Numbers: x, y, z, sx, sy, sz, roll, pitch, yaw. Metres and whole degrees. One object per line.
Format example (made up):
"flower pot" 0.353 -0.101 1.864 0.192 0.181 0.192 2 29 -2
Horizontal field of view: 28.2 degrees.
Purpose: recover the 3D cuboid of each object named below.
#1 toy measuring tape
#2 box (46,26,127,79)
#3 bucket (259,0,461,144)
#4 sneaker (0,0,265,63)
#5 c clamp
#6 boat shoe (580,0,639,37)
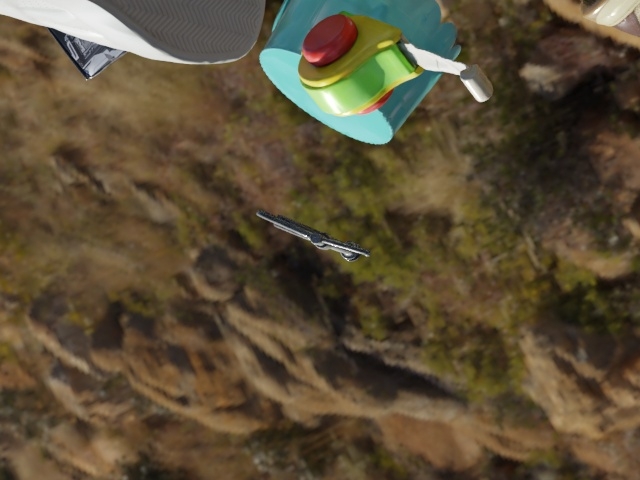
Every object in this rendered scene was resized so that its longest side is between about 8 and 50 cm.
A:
"toy measuring tape" 0.061 -0.181 1.427 0.330 0.121 0.121 36 142 55
"box" -0.263 -0.337 1.274 0.076 0.242 0.307 -32 106 22
"bucket" 0.053 -0.290 1.949 0.281 0.183 0.281 32 167 8
"sneaker" -0.175 -0.169 0.738 0.169 0.292 0.108 7 89 36
"c clamp" 0.000 0.000 1.336 0.137 0.022 0.160 21 -179 12
"boat shoe" 0.380 -0.287 1.153 0.123 0.123 0.342 27 143 -14
